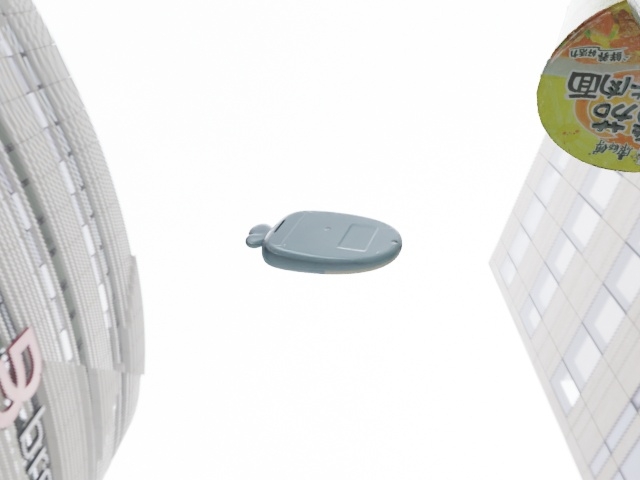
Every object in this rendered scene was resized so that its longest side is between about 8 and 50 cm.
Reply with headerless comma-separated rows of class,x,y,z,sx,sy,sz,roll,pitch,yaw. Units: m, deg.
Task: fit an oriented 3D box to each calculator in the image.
calculator,0.000,0.000,1.123,0.303,0.188,0.042,7,-56,18

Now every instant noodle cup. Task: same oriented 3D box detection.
instant noodle cup,0.436,-0.250,0.825,0.265,0.200,0.264,12,-43,12

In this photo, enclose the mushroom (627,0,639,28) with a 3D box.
mushroom,0.278,-0.268,0.501,0.087,0.107,0.333,-40,-53,11
